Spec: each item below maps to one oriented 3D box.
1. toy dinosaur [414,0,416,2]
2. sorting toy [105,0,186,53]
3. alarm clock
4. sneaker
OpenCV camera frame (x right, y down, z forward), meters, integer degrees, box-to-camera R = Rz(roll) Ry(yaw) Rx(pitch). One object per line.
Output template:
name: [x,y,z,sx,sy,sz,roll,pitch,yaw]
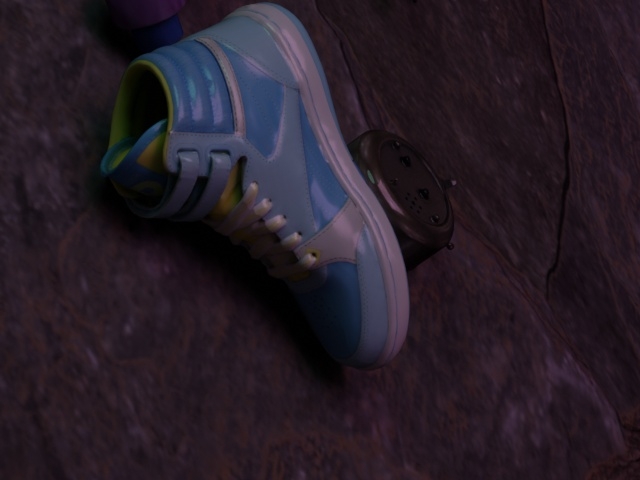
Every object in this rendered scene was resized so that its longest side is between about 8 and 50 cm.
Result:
toy dinosaur: [0.072,-0.316,1.872,0.118,0.064,0.268,51,29,7]
sorting toy: [-0.091,-0.253,1.605,0.365,0.127,0.126,-62,142,-51]
alarm clock: [0.057,-0.039,1.594,0.192,0.064,0.129,-7,65,-55]
sneaker: [-0.065,-0.020,1.399,0.208,0.127,0.319,-22,87,-42]
